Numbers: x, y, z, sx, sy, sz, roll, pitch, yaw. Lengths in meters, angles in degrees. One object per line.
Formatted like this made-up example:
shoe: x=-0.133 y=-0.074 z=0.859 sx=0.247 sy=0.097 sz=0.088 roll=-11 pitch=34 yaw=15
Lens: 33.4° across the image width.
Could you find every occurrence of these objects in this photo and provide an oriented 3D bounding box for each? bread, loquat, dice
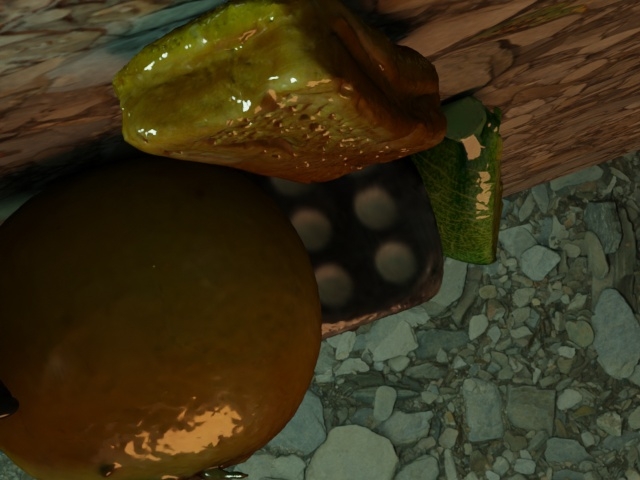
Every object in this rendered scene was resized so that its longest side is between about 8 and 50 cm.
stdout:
bread: x=-0.014 y=-0.083 z=0.636 sx=0.139 sy=0.077 sz=0.271 roll=-17 pitch=175 yaw=20
loquat: x=-0.135 y=0.076 z=0.812 sx=0.274 sy=0.275 sz=0.275 roll=-19 pitch=175 yaw=-2
dice: x=0.000 y=0.000 z=1.012 sx=0.181 sy=0.182 sz=0.183 roll=-19 pitch=177 yaw=-17

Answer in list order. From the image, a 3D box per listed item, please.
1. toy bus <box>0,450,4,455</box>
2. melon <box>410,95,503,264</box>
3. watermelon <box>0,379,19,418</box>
toy bus: x=-0.205 y=0.155 z=1.143 sx=0.312 sy=0.190 sz=0.152 roll=-37 pitch=-156 yaw=42
melon: x=0.131 y=-0.069 z=1.183 sx=0.124 sy=0.196 sz=0.323 roll=-54 pitch=169 yaw=-5
watermelon: x=-0.340 y=0.133 z=0.564 sx=0.359 sy=0.279 sz=0.279 roll=-22 pitch=176 yaw=-14
